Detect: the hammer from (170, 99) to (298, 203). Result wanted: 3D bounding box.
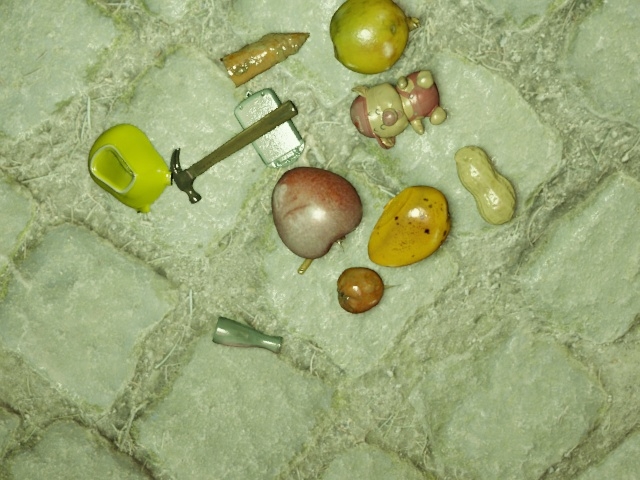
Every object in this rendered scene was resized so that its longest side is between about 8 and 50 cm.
[{"bbox_3d":[-0.254,-0.276,1.718,0.440,0.044,0.168,-28,101,18],"label":"hammer"}]

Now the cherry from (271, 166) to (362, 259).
[{"bbox_3d":[-0.019,-0.089,1.699,0.261,0.221,0.307,-40,77,13],"label":"cherry"}]

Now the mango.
[{"bbox_3d":[0.265,-0.028,1.735,0.191,0.160,0.290,41,106,-16],"label":"mango"}]

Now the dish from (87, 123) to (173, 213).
[{"bbox_3d":[-0.585,-0.208,1.733,0.262,0.108,0.221,46,108,-1],"label":"dish"}]

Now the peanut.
[{"bbox_3d":[0.485,-0.165,1.714,0.124,0.123,0.256,-30,96,9],"label":"peanut"}]

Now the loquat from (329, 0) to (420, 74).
[{"bbox_3d":[0.149,-0.564,1.588,0.246,0.213,0.213,-14,103,5],"label":"loquat"}]

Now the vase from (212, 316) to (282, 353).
[{"bbox_3d":[-0.232,0.310,1.876,0.214,0.086,0.086,15,104,-6],"label":"vase"}]

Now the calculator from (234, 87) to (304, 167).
[{"bbox_3d":[-0.151,-0.332,1.732,0.141,0.045,0.246,-30,100,9],"label":"calculator"}]

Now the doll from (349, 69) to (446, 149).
[{"bbox_3d":[0.213,-0.371,1.656,0.256,0.152,0.196,-19,89,11],"label":"doll"}]

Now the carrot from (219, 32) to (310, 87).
[{"bbox_3d":[-0.149,-0.531,1.672,0.263,0.102,0.101,-24,101,2],"label":"carrot"}]

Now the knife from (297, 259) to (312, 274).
[{"bbox_3d":[0.000,0.000,1.819,0.046,0.022,0.256,37,102,1],"label":"knife"}]

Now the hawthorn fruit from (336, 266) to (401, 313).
[{"bbox_3d":[0.130,0.153,1.806,0.189,0.149,0.149,5,108,-40],"label":"hawthorn fruit"}]
